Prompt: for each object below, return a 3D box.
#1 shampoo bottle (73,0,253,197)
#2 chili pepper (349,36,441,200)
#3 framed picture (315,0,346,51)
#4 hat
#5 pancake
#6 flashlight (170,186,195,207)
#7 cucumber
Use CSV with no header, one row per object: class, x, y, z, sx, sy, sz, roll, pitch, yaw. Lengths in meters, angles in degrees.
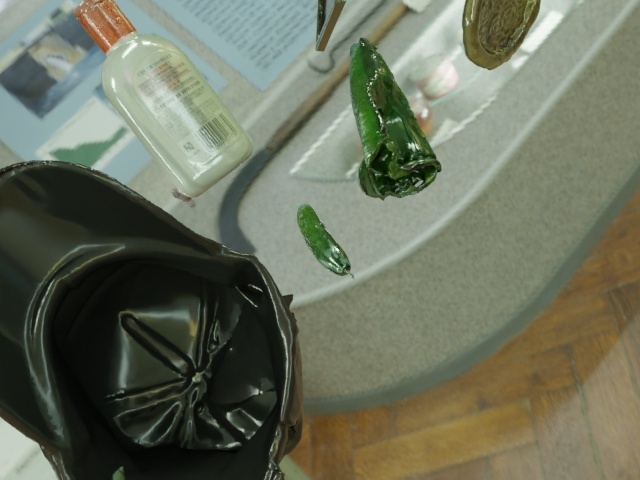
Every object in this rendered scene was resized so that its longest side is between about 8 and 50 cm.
shampoo bottle,-0.164,-0.152,0.911,0.108,0.221,0.051,-44,9,-39
chili pepper,0.073,-0.142,1.028,0.062,0.108,0.216,-30,56,36
framed picture,0.018,-0.441,1.309,0.209,0.019,0.281,147,126,-79
hat,-0.157,0.081,0.752,0.238,0.336,0.209,-47,9,-4
pancake,0.297,-0.382,1.433,0.029,0.212,0.235,26,87,35
flashlight,-0.234,-0.105,1.569,0.031,0.052,0.110,-34,36,36
cucumber,0.000,0.000,1.193,0.039,0.039,0.168,-34,46,2
